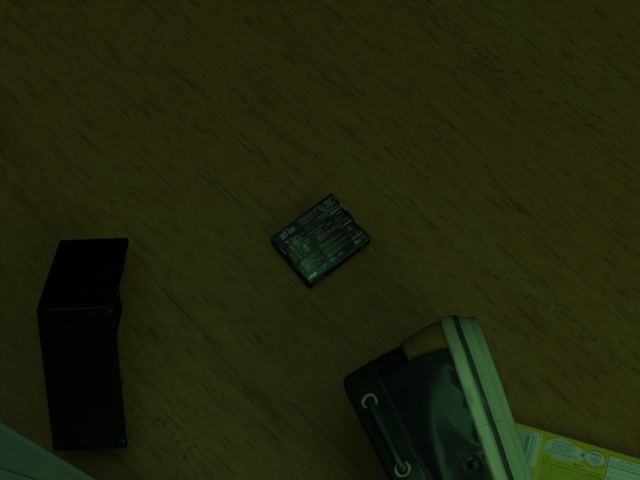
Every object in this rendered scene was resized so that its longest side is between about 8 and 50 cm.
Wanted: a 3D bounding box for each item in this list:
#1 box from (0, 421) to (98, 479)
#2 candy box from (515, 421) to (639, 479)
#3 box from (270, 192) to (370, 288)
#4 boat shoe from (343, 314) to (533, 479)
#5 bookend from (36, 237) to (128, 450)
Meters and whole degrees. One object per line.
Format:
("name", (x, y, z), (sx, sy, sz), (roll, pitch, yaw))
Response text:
("box", (-0.297, 0.292, 1.152), (0.262, 0.127, 0.231), (21, 68, 39))
("candy box", (0.234, 0.246, 1.283), (0.206, 0.027, 0.105), (16, 74, 5))
("box", (0.000, 0.000, 1.375), (0.083, 0.018, 0.067), (-37, 75, -13))
("boat shoe", (0.144, 0.318, 1.171), (0.156, 0.187, 0.500), (-18, 77, 4))
("bookend", (-0.227, 0.100, 1.295), (0.072, 0.156, 0.157), (-2, 114, -2))
